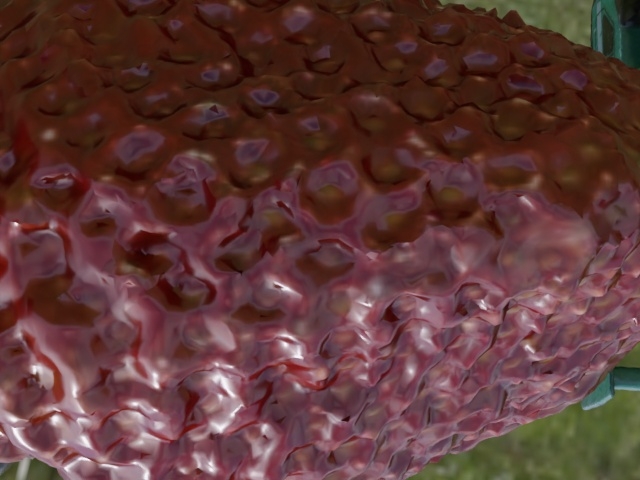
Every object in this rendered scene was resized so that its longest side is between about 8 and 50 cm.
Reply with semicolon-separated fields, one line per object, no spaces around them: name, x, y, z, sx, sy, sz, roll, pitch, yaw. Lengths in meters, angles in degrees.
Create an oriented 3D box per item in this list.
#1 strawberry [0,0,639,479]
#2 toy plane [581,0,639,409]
strawberry;0.000;0.000;0.850;0.351;0.267;0.312;-10;155;19
toy plane;0.192;-0.023;1.056;0.106;0.381;0.155;4;165;-6
